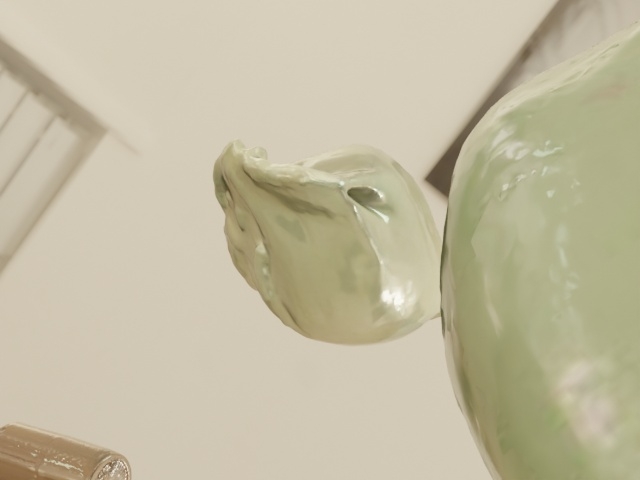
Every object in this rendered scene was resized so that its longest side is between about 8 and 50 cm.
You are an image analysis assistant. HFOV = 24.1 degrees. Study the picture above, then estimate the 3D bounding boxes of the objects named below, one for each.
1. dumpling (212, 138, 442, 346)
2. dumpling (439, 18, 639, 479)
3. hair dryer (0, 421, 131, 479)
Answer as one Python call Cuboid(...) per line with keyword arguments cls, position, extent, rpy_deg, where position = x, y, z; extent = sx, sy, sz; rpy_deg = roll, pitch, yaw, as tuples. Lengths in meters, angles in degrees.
Cuboid(cls="dumpling", position=(0.000, 0.000, 0.934), extent=(0.151, 0.124, 0.229), rpy_deg=(10, -24, 26))
Cuboid(cls="dumpling", position=(0.169, 0.028, 0.482), extent=(0.212, 0.270, 0.320), rpy_deg=(94, -19, -61))
Cuboid(cls="hair dryer", position=(-0.206, 0.235, 1.230), extent=(0.117, 0.181, 0.064), rpy_deg=(11, 38, 27))
